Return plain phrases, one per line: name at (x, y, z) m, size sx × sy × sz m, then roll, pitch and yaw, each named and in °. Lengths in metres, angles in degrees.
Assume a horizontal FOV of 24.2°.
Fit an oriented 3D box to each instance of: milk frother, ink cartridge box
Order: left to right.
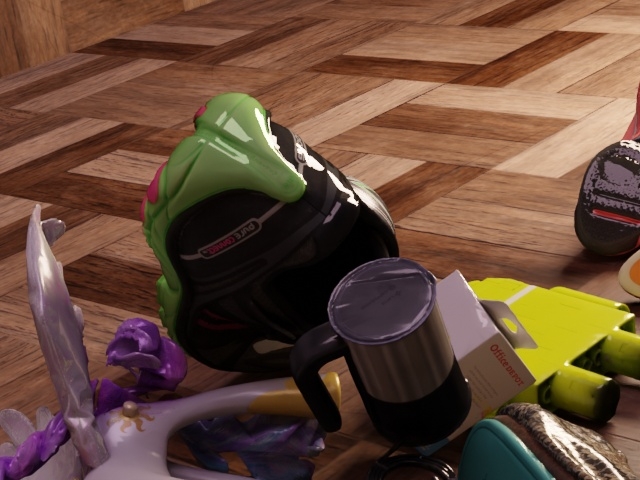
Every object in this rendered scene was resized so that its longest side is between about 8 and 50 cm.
milk frother at (0.061, 0.115, 1.122) m, size 0.129 × 0.135 × 0.143 m, roll -35°, pitch 46°, yaw -12°
ink cartridge box at (0.116, 0.106, 1.341) m, size 0.143 × 0.092 × 0.090 m, roll -35°, pitch 45°, yaw 4°

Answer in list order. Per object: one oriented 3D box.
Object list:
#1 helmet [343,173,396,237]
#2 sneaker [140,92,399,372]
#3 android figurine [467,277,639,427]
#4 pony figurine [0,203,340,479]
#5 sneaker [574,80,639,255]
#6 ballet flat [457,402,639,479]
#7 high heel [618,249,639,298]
helmet at (0.000, 0.000, 1.674) m, size 0.169 × 0.162 × 0.169 m, roll -8°, pitch 21°, yaw 3°
sneaker at (-0.034, 0.043, 1.379) m, size 0.202 × 0.483 × 0.185 m, roll 32°, pitch 78°, yaw 14°
android figurine at (0.192, 0.106, 1.466) m, size 0.273 × 0.056 × 0.248 m, roll 13°, pitch 31°, yaw 41°
pony figurine at (-0.163, 0.172, 1.211) m, size 0.363 × 0.303 × 0.351 m, roll 4°, pitch 28°, yaw -9°
sneaker at (0.398, -0.076, 1.800) m, size 0.116 × 0.136 × 0.314 m, roll 22°, pitch 55°, yaw 20°
ballet flat at (0.226, 0.247, 0.984) m, size 0.182 × 0.164 × 0.483 m, roll 11°, pitch 16°, yaw -11°
high heel at (0.443, 0.032, 1.570) m, size 0.244 × 0.082 × 0.117 m, roll -15°, pitch -21°, yaw 30°
